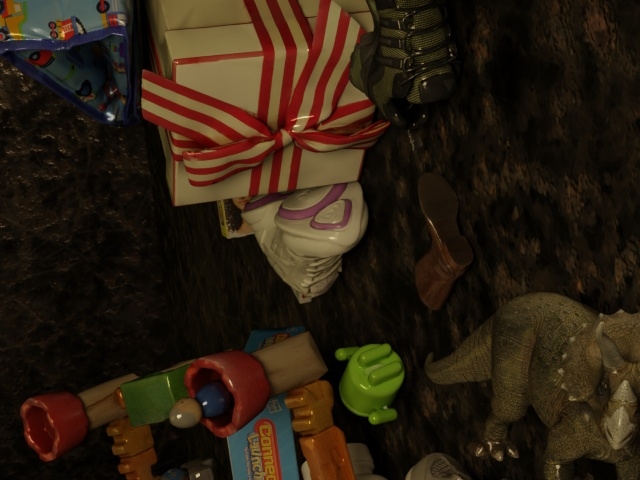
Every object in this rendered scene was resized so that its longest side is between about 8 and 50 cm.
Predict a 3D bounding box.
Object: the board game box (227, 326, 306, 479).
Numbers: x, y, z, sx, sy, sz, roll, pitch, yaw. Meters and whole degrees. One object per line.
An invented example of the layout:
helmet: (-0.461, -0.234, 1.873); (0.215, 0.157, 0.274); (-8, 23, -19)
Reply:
board game box: (-0.056, 0.310, 1.418); (0.302, 0.086, 0.308); (-74, -23, -78)

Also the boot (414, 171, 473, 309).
boot: (0.109, 0.003, 0.979); (0.114, 0.037, 0.106); (106, 152, -65)

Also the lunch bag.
lunch bag: (-0.259, -0.267, 1.125); (0.293, 0.138, 0.221); (82, -179, -79)

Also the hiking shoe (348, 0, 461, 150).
hiking shoe: (0.091, -0.181, 0.875); (0.114, 0.086, 0.227); (56, 160, 24)

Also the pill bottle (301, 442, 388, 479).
pill bottle: (0.050, 0.365, 1.226); (0.121, 0.121, 0.216); (105, 150, -55)

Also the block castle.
block castle: (-0.169, 0.293, 1.170); (0.453, 0.213, 0.303); (-18, 90, 45)

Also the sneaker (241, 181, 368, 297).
sneaker: (0.000, 0.000, 1.253); (0.152, 0.114, 0.305); (64, 166, -12)

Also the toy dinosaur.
toy dinosaur: (0.178, 0.103, 0.726); (0.313, 0.121, 0.160); (-143, 57, -72)

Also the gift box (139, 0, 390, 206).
gift box: (-0.079, -0.200, 1.090); (0.276, 0.255, 0.258); (94, 161, -55)

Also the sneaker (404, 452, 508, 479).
sneaker: (0.163, 0.259, 0.898); (0.115, 0.105, 0.281); (-61, 22, 8)

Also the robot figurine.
robot figurine: (0.059, 0.164, 1.170); (0.101, 0.067, 0.115); (59, 156, 22)

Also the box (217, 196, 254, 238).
box: (-0.127, -0.124, 1.579); (0.058, 0.087, 0.232); (-158, 58, -73)

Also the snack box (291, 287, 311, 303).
snack box: (-0.030, 0.002, 1.441); (0.064, 0.022, 0.178); (-120, 26, -50)
